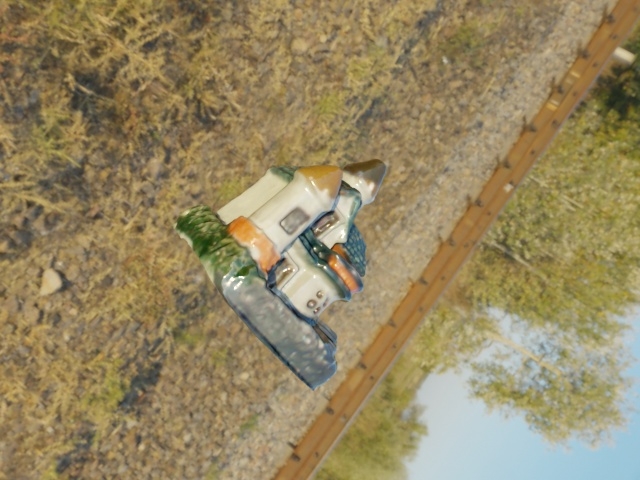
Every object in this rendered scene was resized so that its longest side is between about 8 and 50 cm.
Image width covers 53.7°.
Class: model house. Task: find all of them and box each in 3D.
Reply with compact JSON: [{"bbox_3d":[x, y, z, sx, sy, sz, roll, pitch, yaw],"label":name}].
[{"bbox_3d":[0.000,0.000,0.847,0.301,0.190,0.271,-44,127,-11],"label":"model house"}]
